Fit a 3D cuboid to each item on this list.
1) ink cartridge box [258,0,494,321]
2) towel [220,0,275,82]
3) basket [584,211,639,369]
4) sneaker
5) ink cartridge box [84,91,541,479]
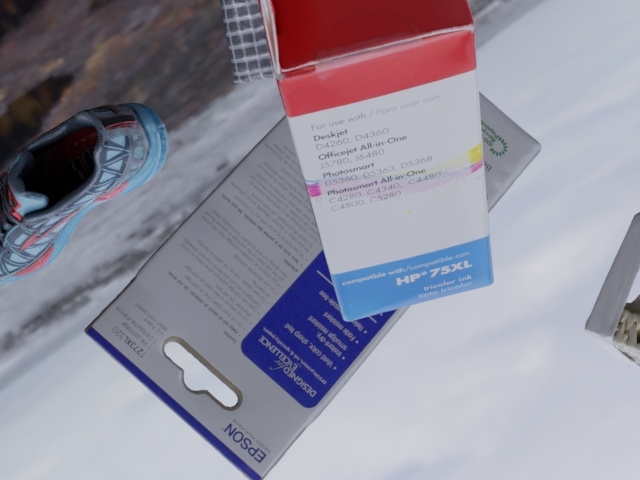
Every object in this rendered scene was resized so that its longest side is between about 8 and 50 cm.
[{"bbox_3d":[0.018,-0.083,0.552,0.078,0.134,0.231,-13,147,1],"label":"ink cartridge box"},{"bbox_3d":[0.002,-0.345,1.727,0.284,0.235,0.121,-10,-167,5],"label":"towel"},{"bbox_3d":[0.299,0.058,1.049,0.167,0.103,0.113,29,85,-60],"label":"basket"},{"bbox_3d":[-0.275,-0.050,1.233,0.262,0.104,0.125,-38,167,18],"label":"sneaker"},{"bbox_3d":[0.000,0.000,1.031,0.371,0.176,0.069,-48,180,-22],"label":"ink cartridge box"}]
